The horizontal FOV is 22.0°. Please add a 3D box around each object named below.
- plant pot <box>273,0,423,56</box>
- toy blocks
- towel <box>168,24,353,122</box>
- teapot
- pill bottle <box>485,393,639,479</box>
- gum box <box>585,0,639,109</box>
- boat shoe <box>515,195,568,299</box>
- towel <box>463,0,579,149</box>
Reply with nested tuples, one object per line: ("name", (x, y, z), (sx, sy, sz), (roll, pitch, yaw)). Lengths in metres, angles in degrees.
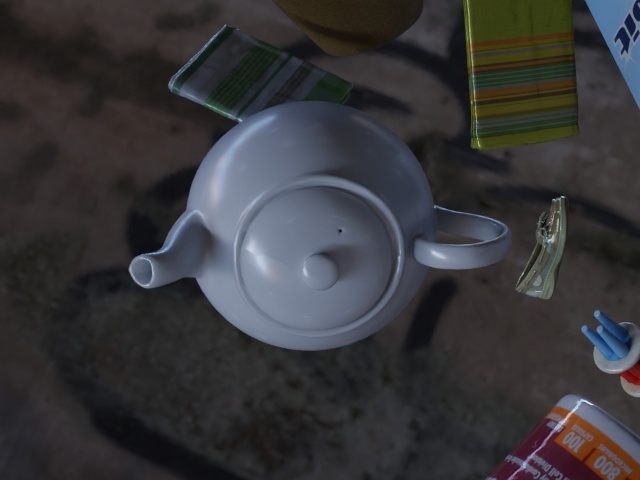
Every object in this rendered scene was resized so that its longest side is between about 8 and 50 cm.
("plant pot", (0.007, -0.327, 1.695), (0.254, 0.237, 0.237), (63, -146, -28))
("toy blocks", (0.313, 0.087, 1.502), (0.123, 0.148, 0.054), (-43, 39, 9))
("towel", (-0.058, -0.148, 1.621), (0.113, 0.152, 0.023), (-51, -18, -38))
("teapot", (0.000, 0.000, 1.500), (0.256, 0.252, 0.187), (-46, 17, 8))
("pill bottle", (0.259, 0.402, 2.042), (0.392, 0.224, 0.224), (-46, -11, -9))
("gum box", (0.303, -0.210, 1.414), (0.157, 0.041, 0.184), (117, 147, -41))
("boat shoe", (0.282, 0.009, 2.077), (0.056, 0.048, 0.153), (-75, -6, -50))
("towel", (0.160, -0.196, 1.341), (0.021, 0.102, 0.237), (13, 110, 64))
